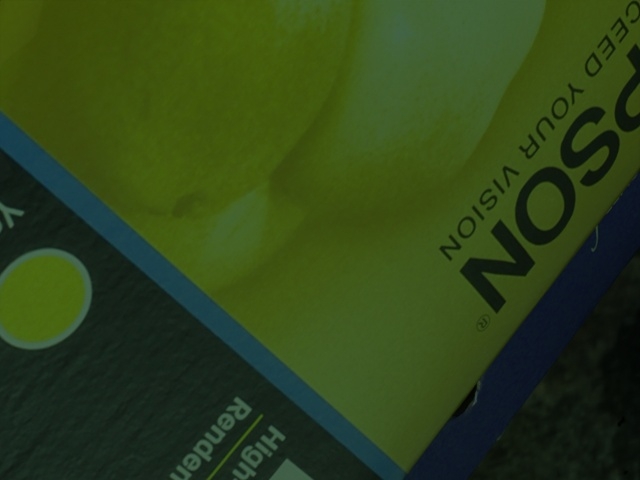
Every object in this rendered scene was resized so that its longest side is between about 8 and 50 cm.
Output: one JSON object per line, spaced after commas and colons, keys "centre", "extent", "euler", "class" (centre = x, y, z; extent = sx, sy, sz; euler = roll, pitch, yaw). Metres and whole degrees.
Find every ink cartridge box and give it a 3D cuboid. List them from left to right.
{"centre": [0.000, 0.000, 0.447], "extent": [0.303, 0.072, 0.307], "euler": [-52, 128, -8], "class": "ink cartridge box"}
